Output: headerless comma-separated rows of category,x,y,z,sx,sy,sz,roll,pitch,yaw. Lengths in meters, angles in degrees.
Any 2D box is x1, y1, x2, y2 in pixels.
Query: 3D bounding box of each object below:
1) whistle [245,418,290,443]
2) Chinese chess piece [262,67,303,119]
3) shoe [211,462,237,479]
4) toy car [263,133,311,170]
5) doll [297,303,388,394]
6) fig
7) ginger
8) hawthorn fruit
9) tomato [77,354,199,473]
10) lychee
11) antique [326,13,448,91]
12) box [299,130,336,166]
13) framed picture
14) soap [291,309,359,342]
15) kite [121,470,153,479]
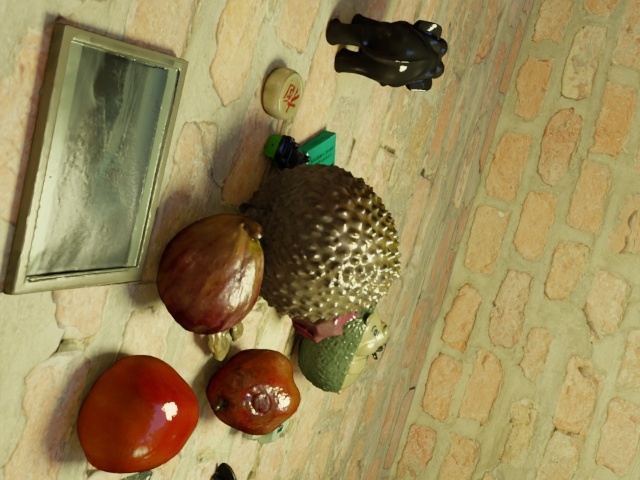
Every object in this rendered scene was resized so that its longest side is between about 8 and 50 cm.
whistle,-0.154,0.526,2.190,0.253,0.106,0.101,-4,79,-72
Chinese chess piece,-0.087,-0.345,1.796,0.122,0.051,0.122,-46,145,-46
shoe,-0.278,0.696,2.084,0.049,0.071,0.179,-13,122,-59
toy car,-0.081,-0.205,1.889,0.071,0.062,0.165,-68,156,-8
doll,0.072,0.299,2.300,0.247,0.247,0.349,-39,152,-51
fig,-0.224,0.067,1.602,0.224,0.224,0.263,36,70,-65
ginger,-0.211,0.194,1.897,0.258,0.065,0.149,-52,162,-50
hawthorn fruit,-0.179,0.379,1.910,0.261,0.224,0.224,6,101,-53
tomato,-0.360,0.358,1.539,0.260,0.180,0.260,-32,131,-45
lychee,0.000,0.000,1.794,0.432,0.380,0.380,19,89,-29
antique,0.188,-0.501,2.039,0.322,0.255,0.185,-31,131,-59
box,-0.014,-0.168,2.085,0.161,0.042,0.226,-39,140,-49
framed picture,-0.382,-0.127,1.341,0.326,0.028,0.446,-6,111,-64
soap,0.016,0.126,2.151,0.325,0.220,0.127,-62,145,-21
kite,-0.450,0.573,1.691,0.141,0.015,0.245,-70,157,-11
